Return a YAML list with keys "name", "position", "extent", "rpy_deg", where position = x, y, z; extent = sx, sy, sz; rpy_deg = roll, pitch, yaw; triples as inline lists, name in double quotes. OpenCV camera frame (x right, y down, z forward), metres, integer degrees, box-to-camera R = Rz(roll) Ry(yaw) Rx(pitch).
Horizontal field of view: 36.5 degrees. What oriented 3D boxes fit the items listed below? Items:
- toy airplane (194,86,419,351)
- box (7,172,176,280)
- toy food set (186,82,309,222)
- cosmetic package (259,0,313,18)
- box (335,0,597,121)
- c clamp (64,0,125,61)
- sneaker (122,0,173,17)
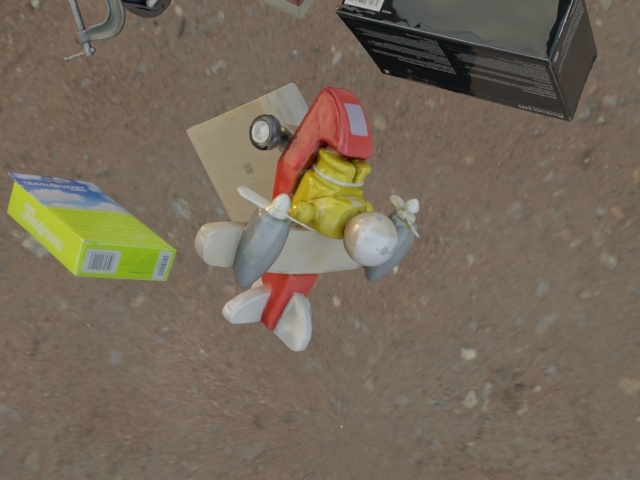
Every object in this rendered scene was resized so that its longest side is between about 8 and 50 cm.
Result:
- name: "toy airplane"
  position: [0.000, 0.000, 1.558]
  extent: [0.272, 0.384, 0.386]
  rpy_deg: [17, 55, 39]
- name: "box"
  position: [-0.240, -0.015, 0.990]
  extent: [0.178, 0.109, 0.042]
  rpy_deg: [33, 109, 42]
- name: "toy food set"
  position: [-0.106, -0.153, 1.818]
  extent: [0.092, 0.306, 0.219]
  rpy_deg: [-35, 104, -42]
- name: "cosmetic package"
  position: [-0.052, -0.445, 1.312]
  extent: [0.129, 0.296, 0.153]
  rpy_deg: [28, 81, 7]
- name: "box"
  position: [0.176, -0.244, 1.141]
  extent: [0.261, 0.184, 0.103]
  rpy_deg: [19, 81, 24]
- name: "c clamp"
  position: [-0.326, -0.329, 1.320]
  extent: [0.137, 0.022, 0.160]
  rpy_deg: [-1, 108, 34]
- name: "sneaker"
  position: [-0.293, -0.415, 1.511]
  extent: [0.126, 0.321, 0.127]
  rpy_deg: [15, 71, -4]
